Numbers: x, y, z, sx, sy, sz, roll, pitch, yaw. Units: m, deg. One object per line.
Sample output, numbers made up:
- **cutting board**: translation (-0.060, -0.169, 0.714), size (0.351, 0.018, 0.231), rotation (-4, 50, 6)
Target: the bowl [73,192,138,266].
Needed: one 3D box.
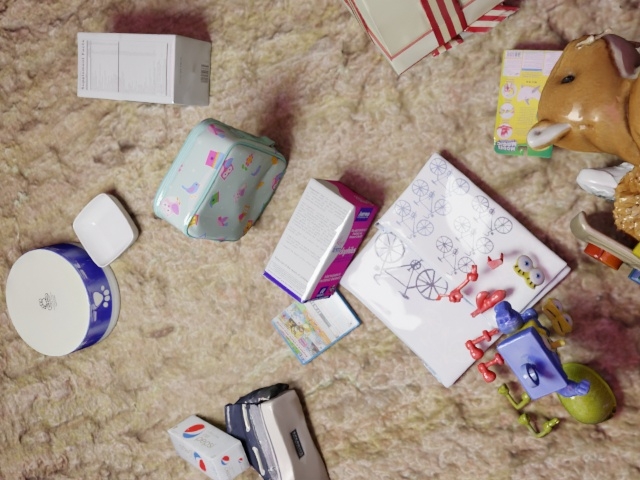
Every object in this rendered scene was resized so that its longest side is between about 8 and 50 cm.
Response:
- **bowl**: translation (-0.490, -0.027, 1.540), size (0.142, 0.053, 0.142), rotation (-39, 82, 24)

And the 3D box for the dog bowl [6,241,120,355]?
- **dog bowl**: translation (-0.620, 0.139, 1.594), size (0.265, 0.104, 0.264), rotation (4, 99, 23)

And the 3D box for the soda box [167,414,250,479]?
- **soda box**: translation (-0.247, 0.452, 1.442), size (0.216, 0.074, 0.069), rotation (6, 118, 52)

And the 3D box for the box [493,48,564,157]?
- **box**: translation (0.362, -0.236, 1.147), size (0.105, 0.043, 0.179), rotation (9, 99, 22)

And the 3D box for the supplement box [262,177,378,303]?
- **supplement box**: translation (0.000, 0.000, 1.290), size (0.114, 0.111, 0.220), rotation (34, 109, 25)

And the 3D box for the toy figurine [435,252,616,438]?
- **toy figurine**: translation (0.344, 0.217, 1.105), size (0.191, 0.217, 0.362), rotation (-32, 93, 21)

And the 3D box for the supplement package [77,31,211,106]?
- **supplement package**: translation (-0.370, -0.359, 1.392), size (0.244, 0.134, 0.138), rotation (9, 102, 21)

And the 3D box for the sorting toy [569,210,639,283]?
- **sorting toy**: translation (0.476, 0.039, 0.995), size (0.229, 0.307, 0.041), rotation (37, 99, 15)

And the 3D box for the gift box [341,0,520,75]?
- **gift box**: translation (0.158, -0.451, 1.055), size (0.276, 0.258, 0.255), rotation (-29, 59, 10)

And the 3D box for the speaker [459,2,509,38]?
- **speaker**: translation (0.258, -0.386, 1.161), size (0.136, 0.055, 0.055), rotation (-20, 90, 25)

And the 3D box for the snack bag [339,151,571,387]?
- **snack bag**: translation (0.229, 0.062, 1.254), size (0.323, 0.037, 0.342), rotation (44, 112, 11)

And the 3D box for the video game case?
- **video game case**: translation (-0.011, 0.170, 1.385), size (0.166, 0.015, 0.119), rotation (-40, 82, 23)

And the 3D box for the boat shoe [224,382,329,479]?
- **boat shoe**: translation (-0.095, 0.476, 1.425), size (0.158, 0.127, 0.340), rotation (-16, 89, 37)

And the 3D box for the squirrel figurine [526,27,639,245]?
- **squirrel figurine**: translation (0.474, -0.127, 0.883), size (0.371, 0.281, 0.396), rotation (5, 111, 44)

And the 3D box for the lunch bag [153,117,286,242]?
- **lunch bag**: translation (-0.183, -0.114, 1.275), size (0.108, 0.279, 0.224), rotation (31, 98, 16)

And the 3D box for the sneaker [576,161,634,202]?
- **sneaker**: translation (0.540, -0.113, 1.075), size (0.232, 0.090, 0.115), rotation (7, 93, 14)
